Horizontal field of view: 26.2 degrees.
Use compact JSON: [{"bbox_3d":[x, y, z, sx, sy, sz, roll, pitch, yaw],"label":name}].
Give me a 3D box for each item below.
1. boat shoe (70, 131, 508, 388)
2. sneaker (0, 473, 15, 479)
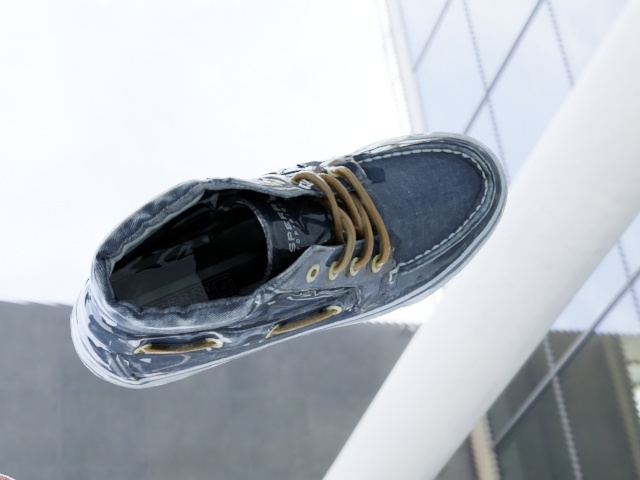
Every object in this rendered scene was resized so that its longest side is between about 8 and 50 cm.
[{"bbox_3d":[0.000,0.000,0.499,0.183,0.083,0.065,-24,-100,-19],"label":"boat shoe"},{"bbox_3d":[-0.137,0.146,0.504,0.067,0.064,0.175,11,-142,-14],"label":"sneaker"}]
